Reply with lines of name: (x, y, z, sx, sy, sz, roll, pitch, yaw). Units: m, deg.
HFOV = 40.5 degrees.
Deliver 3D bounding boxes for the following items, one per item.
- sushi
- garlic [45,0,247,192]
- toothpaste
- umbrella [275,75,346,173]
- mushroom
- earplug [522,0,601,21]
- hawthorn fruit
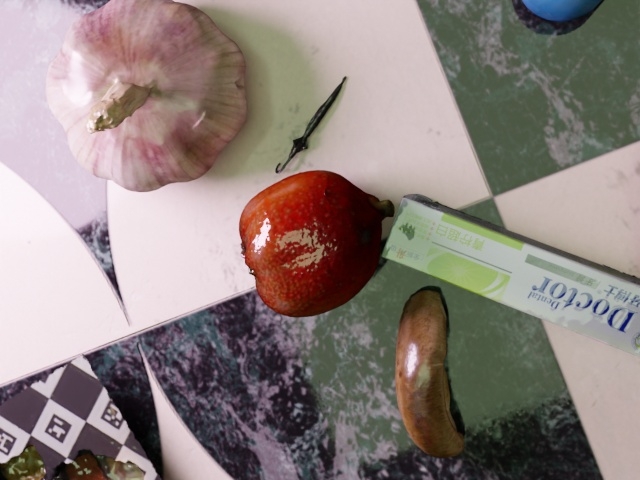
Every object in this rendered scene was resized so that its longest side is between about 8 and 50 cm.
sushi: (-0.343, 0.335, 1.159, 0.292, 0.059, 0.294, -34, 88, 11)
garlic: (-0.216, -0.164, 1.005, 0.245, 0.253, 0.244, 2, 103, 7)
toothpaste: (0.244, 0.039, 1.026, 0.337, 0.067, 0.081, 21, 101, 8)
umbrella: (-0.010, -0.142, 1.081, 0.022, 0.022, 0.148, 32, 101, -31)
mushroom: (0.126, 0.169, 1.048, 0.072, 0.094, 0.209, -8, 97, 8)
earplug: (0.320, -0.365, 0.954, 0.132, 0.132, 0.273, 37, 103, 6)
hawthorn fruit: (0.000, 0.000, 1.022, 0.188, 0.169, 0.168, -16, 91, 3)
